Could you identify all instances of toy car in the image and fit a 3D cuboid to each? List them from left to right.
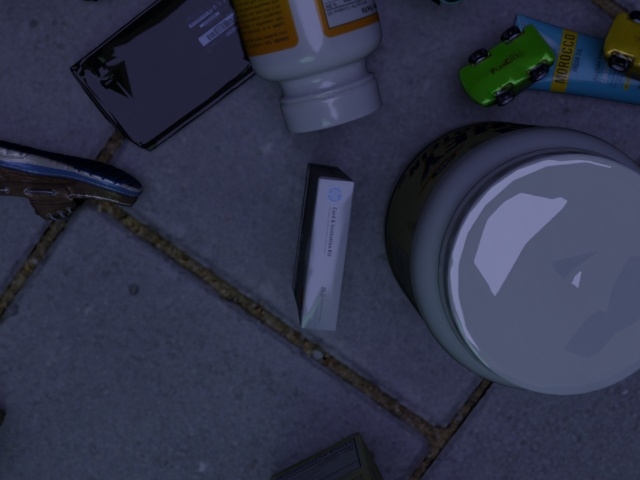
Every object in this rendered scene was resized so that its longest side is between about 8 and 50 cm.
[{"bbox_3d":[0.245,-0.213,1.048,0.225,0.053,0.239,-33,78,2],"label":"toy car"}]

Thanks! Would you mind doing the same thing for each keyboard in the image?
[{"bbox_3d":[-0.128,-0.258,1.059,0.317,0.033,0.201,-36,105,2],"label":"keyboard"}]

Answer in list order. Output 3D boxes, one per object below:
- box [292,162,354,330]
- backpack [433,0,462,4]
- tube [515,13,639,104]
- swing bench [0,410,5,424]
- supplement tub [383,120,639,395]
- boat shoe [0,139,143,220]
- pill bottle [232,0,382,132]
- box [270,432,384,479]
[{"bbox_3d":[0.000,0.000,1.024,0.038,0.186,0.145,7,97,-4],"label":"box"},{"bbox_3d":[0.147,-0.349,0.997,0.166,0.144,0.188,45,114,-7],"label":"backpack"},{"bbox_3d":[0.306,-0.184,1.086,0.207,0.052,0.080,12,84,2],"label":"tube"},{"bbox_3d":[-0.503,0.270,1.049,0.253,0.165,0.255,18,97,-5],"label":"swing bench"},{"bbox_3d":[0.191,0.006,0.964,0.235,0.325,0.235,0,98,-3],"label":"supplement tub"},{"bbox_3d":[-0.280,-0.057,1.068,0.183,0.066,0.066,15,102,5],"label":"boat shoe"},{"bbox_3d":[-0.017,-0.238,0.991,0.136,0.136,0.246,-16,104,0],"label":"pill bottle"},{"bbox_3d":[0.046,0.353,1.048,0.117,0.243,0.213,-27,99,2],"label":"box"}]
